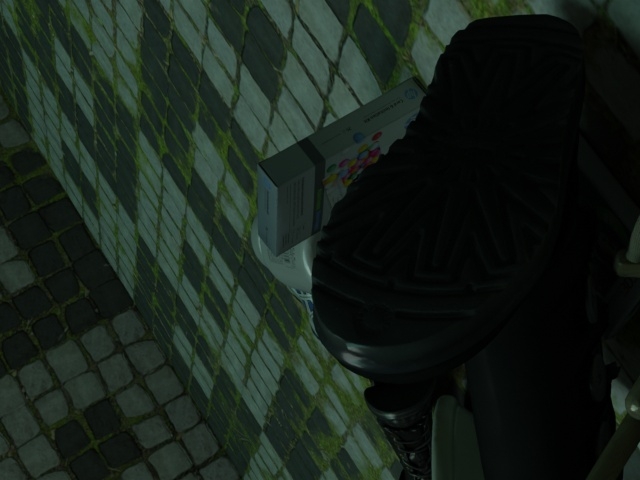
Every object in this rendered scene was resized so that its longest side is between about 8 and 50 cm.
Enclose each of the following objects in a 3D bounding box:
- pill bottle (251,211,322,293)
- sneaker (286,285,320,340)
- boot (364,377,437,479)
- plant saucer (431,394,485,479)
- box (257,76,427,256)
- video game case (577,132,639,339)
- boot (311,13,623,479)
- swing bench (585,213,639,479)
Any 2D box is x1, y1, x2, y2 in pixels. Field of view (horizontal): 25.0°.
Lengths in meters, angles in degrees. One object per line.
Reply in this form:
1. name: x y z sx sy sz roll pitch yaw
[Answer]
1. pill bottle: 0.000 0.000 1.736 0.131 0.131 0.229 65 163 -13
2. sneaker: 0.005 0.069 1.919 0.211 0.080 0.081 45 160 39
3. boot: 0.128 0.274 1.782 0.263 0.091 0.229 -45 -61 -86
4. plant saucer: 0.200 0.374 1.647 0.400 0.100 0.400 -5 -90 -81
5. box: 0.022 -0.073 1.461 0.038 0.186 0.145 51 161 21
6. video game case: 0.221 -0.021 1.259 0.190 0.022 0.173 55 162 18
7. boot: 0.137 0.108 1.119 0.146 0.367 0.445 12 134 24
8. swing bench: 0.275 0.066 0.945 0.165 0.254 0.253 14 151 8
